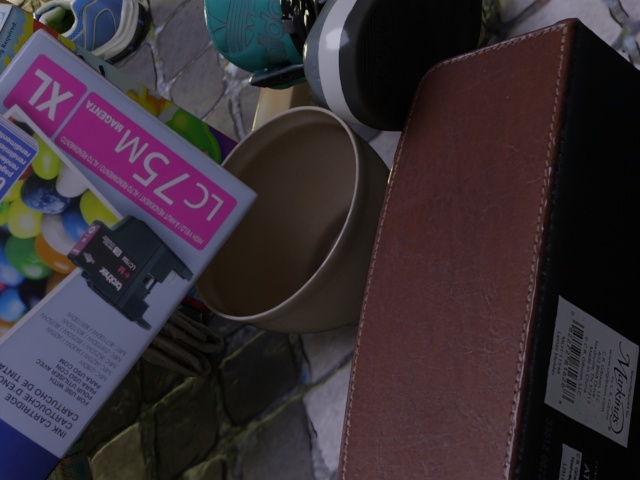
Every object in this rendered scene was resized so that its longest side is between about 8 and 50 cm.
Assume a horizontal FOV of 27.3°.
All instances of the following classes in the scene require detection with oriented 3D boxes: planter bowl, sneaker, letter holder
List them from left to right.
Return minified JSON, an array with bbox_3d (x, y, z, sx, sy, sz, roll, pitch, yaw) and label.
[{"bbox_3d":[-0.278,-0.211,1.389,0.211,0.081,0.080,-26,52,36],"label":"sneaker"},{"bbox_3d":[-0.004,-0.150,0.897,0.178,0.295,0.123,3,109,18],"label":"sneaker"},{"bbox_3d":[0.000,0.000,0.947,0.162,0.109,0.162,-25,51,34],"label":"planter bowl"},{"bbox_3d":[0.091,0.055,0.789,0.214,0.152,0.302,-10,60,45],"label":"letter holder"}]

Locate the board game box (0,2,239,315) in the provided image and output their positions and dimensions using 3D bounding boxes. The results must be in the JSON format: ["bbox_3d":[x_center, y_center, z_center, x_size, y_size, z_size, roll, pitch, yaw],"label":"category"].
[{"bbox_3d":[-0.196,-0.065,1.062,0.144,0.275,0.142,15,79,49],"label":"board game box"}]

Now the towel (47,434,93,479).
[{"bbox_3d":[-0.264,0.177,1.019,0.271,0.040,0.370,-8,97,45],"label":"towel"}]

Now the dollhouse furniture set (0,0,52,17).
[{"bbox_3d":[-0.395,-0.286,1.513,0.262,0.135,0.259,-5,64,45],"label":"dollhouse furniture set"}]

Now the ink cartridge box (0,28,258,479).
[{"bbox_3d":[-0.206,0.037,0.879,0.311,0.186,0.065,-53,10,-2],"label":"ink cartridge box"}]

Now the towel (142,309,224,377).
[{"bbox_3d":[-0.223,0.042,1.097,0.282,0.187,0.049,12,72,50],"label":"towel"}]

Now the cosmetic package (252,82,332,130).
[{"bbox_3d":[-0.016,-0.112,1.071,0.041,0.060,0.115,-11,61,42],"label":"cosmetic package"}]
